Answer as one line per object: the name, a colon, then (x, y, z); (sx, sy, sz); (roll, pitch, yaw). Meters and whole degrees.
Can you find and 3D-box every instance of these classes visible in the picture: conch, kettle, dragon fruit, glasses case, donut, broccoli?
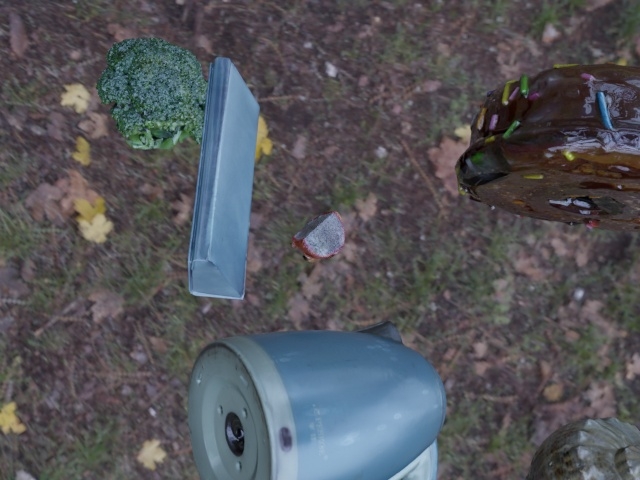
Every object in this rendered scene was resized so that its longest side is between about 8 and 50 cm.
conch: (0.279, 0.253, 1.048); (0.155, 0.207, 0.130); (-30, 84, -46)
kettle: (0.025, 0.275, 1.384); (0.342, 0.247, 0.320); (-4, 87, -32)
dragon fruit: (0.000, 0.000, 1.548); (0.060, 0.056, 0.083); (52, 58, -13)
glasses case: (-0.121, -0.071, 1.160); (0.105, 0.056, 0.266); (55, 33, -56)
donut: (0.222, -0.074, 0.828); (0.216, 0.230, 0.096); (9, 80, 4)
broccoli: (-0.234, -0.210, 1.463); (0.195, 0.195, 0.156); (-21, 138, -25)
